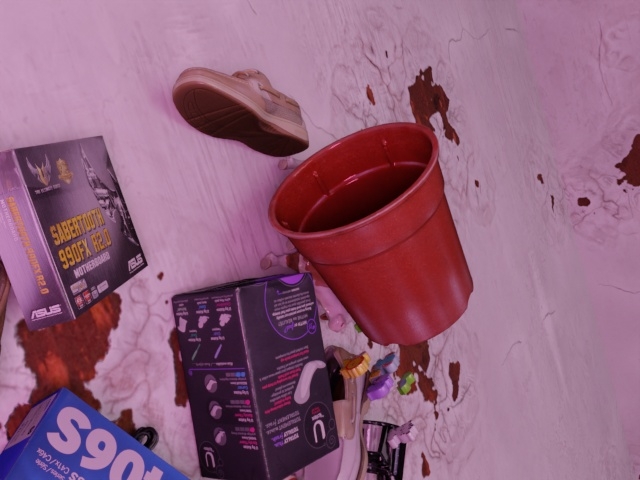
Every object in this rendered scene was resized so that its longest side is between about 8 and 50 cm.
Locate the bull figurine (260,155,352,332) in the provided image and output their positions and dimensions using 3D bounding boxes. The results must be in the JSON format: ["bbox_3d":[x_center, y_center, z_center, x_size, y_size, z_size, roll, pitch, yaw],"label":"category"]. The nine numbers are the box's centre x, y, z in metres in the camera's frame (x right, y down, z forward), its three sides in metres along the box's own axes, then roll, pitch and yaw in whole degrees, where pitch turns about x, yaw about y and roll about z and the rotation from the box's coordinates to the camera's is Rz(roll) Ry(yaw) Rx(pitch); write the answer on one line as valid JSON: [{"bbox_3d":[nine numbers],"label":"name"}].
[{"bbox_3d":[0.000,0.000,1.231,0.188,0.101,0.310,25,63,-45],"label":"bull figurine"}]

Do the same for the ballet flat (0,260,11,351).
[{"bbox_3d":[-0.395,0.178,0.687,0.124,0.116,0.342,69,34,-48],"label":"ballet flat"}]

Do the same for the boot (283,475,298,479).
[{"bbox_3d":[-0.028,0.450,1.110,0.059,0.084,0.158,9,73,-48],"label":"boot"}]

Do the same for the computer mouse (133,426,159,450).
[{"bbox_3d":[-0.205,0.346,0.936,0.193,0.042,0.106,59,41,-26],"label":"computer mouse"}]

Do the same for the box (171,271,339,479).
[{"bbox_3d":[-0.092,0.193,1.032,0.165,0.143,0.270,-9,90,-51],"label":"box"}]

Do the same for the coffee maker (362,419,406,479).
[{"bbox_3d":[0.091,0.418,1.265,0.171,0.120,0.178,58,38,-63],"label":"coffee maker"}]

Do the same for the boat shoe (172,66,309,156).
[{"bbox_3d":[-0.122,-0.218,1.125,0.302,0.109,0.098,16,64,-56],"label":"boat shoe"}]

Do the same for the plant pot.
[{"bbox_3d":[0.099,0.004,1.097,0.265,0.272,0.272,61,41,-30],"label":"plant pot"}]

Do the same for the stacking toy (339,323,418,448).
[{"bbox_3d":[0.113,0.234,1.241,0.167,0.052,0.221,57,21,-11],"label":"stacking toy"}]

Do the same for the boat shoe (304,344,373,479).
[{"bbox_3d":[0.014,0.308,1.168,0.103,0.113,0.302,50,30,-27],"label":"boat shoe"}]

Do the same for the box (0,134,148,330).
[{"bbox_3d":[-0.288,-0.021,0.816,0.231,0.056,0.183,-65,139,-78],"label":"box"}]

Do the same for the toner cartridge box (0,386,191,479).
[{"bbox_3d":[-0.214,0.340,0.812,0.348,0.075,0.165,44,39,-20],"label":"toner cartridge box"}]
